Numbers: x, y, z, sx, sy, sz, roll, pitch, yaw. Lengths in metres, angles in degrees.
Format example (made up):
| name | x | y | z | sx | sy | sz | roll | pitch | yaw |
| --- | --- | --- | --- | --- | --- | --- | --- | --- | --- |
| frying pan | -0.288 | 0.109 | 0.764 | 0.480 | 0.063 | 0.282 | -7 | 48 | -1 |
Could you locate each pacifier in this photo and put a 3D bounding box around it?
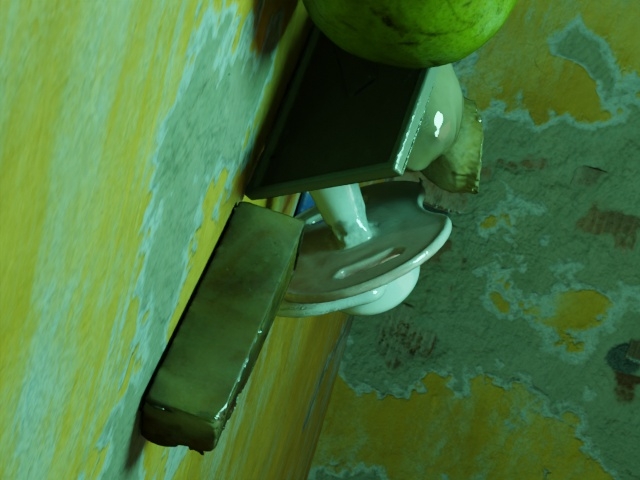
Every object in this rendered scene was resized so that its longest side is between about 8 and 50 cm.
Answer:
| name | x | y | z | sx | sy | sz | roll | pitch | yaw |
| --- | --- | --- | --- | --- | --- | --- | --- | --- | --- |
| pacifier | 0.034 | -0.021 | 2.056 | 0.332 | 0.220 | 0.273 | -117 | -140 | -69 |

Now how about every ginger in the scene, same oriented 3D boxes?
| name | x | y | z | sx | sy | sz | roll | pitch | yaw |
| --- | --- | --- | --- | --- | --- | --- | --- | --- | --- |
| ginger | 0.122 | -0.182 | 2.143 | 0.190 | 0.354 | 0.126 | -21 | 136 | -24 |

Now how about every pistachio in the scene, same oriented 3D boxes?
| name | x | y | z | sx | sy | sz | roll | pitch | yaw |
| --- | --- | --- | --- | --- | --- | --- | --- | --- | --- |
| pistachio | 0.110 | -0.183 | 1.989 | 0.126 | 0.152 | 0.223 | -34 | -135 | 39 |

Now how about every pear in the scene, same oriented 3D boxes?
| name | x | y | z | sx | sy | sz | roll | pitch | yaw |
| --- | --- | --- | --- | --- | --- | --- | --- | --- | --- |
| pear | 0.091 | -0.302 | 1.630 | 0.307 | 0.253 | 0.253 | 20 | 88 | -81 |

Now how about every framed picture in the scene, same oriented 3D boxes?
| name | x | y | z | sx | sy | sz | roll | pitch | yaw |
| --- | --- | --- | --- | --- | --- | --- | --- | --- | --- |
| framed picture | 0.052 | -0.201 | 1.843 | 0.247 | 0.022 | 0.335 | -9 | -128 | 46 |

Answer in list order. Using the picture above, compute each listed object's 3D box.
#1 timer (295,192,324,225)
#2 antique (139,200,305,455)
| name | x | y | z | sx | sy | sz | roll | pitch | yaw |
| --- | --- | --- | --- | --- | --- | --- | --- | --- | --- |
| timer | 0.000 | 0.000 | 2.480 | 0.253 | 0.078 | 0.178 | 43 | 64 | -83 |
| antique | -0.106 | 0.099 | 1.760 | 0.093 | 0.087 | 0.310 | 103 | 7 | -48 |
